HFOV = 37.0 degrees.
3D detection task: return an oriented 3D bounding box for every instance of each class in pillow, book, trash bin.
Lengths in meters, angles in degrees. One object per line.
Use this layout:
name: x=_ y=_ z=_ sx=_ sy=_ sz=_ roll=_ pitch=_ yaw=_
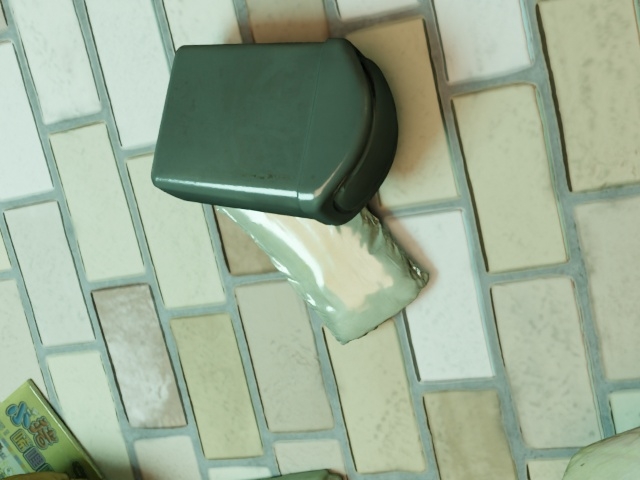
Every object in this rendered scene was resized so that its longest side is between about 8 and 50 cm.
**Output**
pillow: x=0.000 y=0.000 z=1.032 sx=0.128 sy=0.051 sz=0.229 roll=-43 pitch=88 yaw=16
book: x=-0.402 y=0.302 z=1.303 sx=0.192 sy=0.013 sz=0.168 roll=-39 pitch=87 yaw=26
trash bin: x=-0.042 y=-0.112 z=0.966 sx=0.236 sy=0.101 sz=0.177 roll=7 pitch=83 yaw=24

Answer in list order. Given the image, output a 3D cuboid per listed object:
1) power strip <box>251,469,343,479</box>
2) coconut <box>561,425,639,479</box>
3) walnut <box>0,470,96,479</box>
power strip: x=-0.099 y=0.335 z=1.171 sx=0.285 sy=0.048 sz=0.080 roll=-11 pitch=99 yaw=26
coconut: x=0.369 y=0.291 z=0.842 sx=0.328 sy=0.329 sz=0.329 roll=6 pitch=107 yaw=21
walnut: x=-0.346 y=0.437 z=1.150 sx=0.332 sy=0.333 sz=0.333 roll=6 pitch=107 yaw=21
